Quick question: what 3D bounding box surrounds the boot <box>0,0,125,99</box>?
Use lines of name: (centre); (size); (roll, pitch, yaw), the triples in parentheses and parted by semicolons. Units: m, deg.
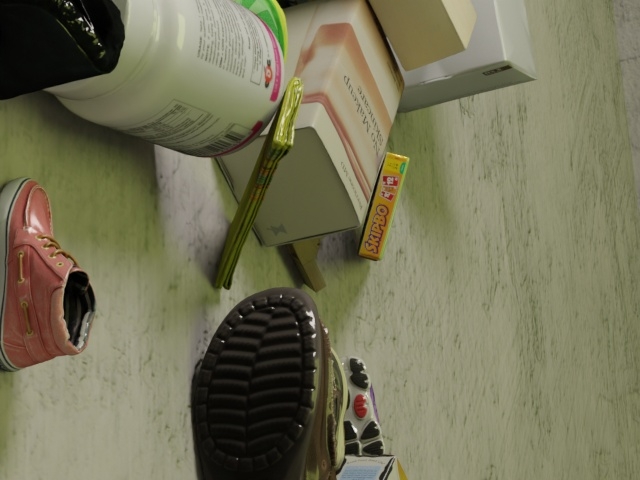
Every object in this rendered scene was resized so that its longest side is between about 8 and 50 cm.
boot: (-0.247, -0.112, 1.284); (0.094, 0.207, 0.246); (-30, 107, -66)

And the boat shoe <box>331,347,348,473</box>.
boat shoe: (0.000, 0.189, 1.890); (0.049, 0.056, 0.152); (28, 54, -67)

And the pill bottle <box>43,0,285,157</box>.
pill bottle: (-0.162, -0.177, 1.567); (0.283, 0.160, 0.160); (17, 64, -64)

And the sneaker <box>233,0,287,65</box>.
sneaker: (-0.134, -0.262, 1.779); (0.123, 0.109, 0.295); (-61, 140, -24)

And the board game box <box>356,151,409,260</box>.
board game box: (0.075, -0.037, 2.044); (0.259, 0.039, 0.124); (27, 79, -86)

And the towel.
towel: (-0.063, -0.055, 1.719); (0.237, 0.021, 0.102); (116, -9, -47)

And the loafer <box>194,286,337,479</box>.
loafer: (-0.048, 0.231, 1.695); (0.130, 0.134, 0.366); (32, 60, -65)

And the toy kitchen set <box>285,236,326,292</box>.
toy kitchen set: (0.000, 0.000, 1.975); (0.068, 0.083, 0.075); (35, -26, 58)

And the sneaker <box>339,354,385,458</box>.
sneaker: (0.050, 0.221, 1.981); (0.071, 0.068, 0.170); (45, 38, -60)

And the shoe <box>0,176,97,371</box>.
shoe: (-0.230, 0.022, 1.415); (0.063, 0.081, 0.178); (43, 41, -53)

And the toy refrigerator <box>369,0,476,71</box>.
toy refrigerator: (0.085, -0.347, 2.005); (0.269, 0.094, 0.102); (60, 26, -24)

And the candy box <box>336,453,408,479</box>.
candy box: (0.043, 0.371, 1.832); (0.159, 0.071, 0.233); (63, 38, -31)

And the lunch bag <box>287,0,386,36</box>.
lunch bag: (0.002, -0.400, 2.114); (0.303, 0.115, 0.243); (53, 31, -43)

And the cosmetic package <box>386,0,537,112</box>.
cosmetic package: (0.153, -0.390, 2.324); (0.156, 0.217, 0.385); (6, 75, -65)

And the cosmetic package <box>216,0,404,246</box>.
cosmetic package: (-0.006, -0.147, 1.946); (0.296, 0.129, 0.153); (-72, 144, -48)
